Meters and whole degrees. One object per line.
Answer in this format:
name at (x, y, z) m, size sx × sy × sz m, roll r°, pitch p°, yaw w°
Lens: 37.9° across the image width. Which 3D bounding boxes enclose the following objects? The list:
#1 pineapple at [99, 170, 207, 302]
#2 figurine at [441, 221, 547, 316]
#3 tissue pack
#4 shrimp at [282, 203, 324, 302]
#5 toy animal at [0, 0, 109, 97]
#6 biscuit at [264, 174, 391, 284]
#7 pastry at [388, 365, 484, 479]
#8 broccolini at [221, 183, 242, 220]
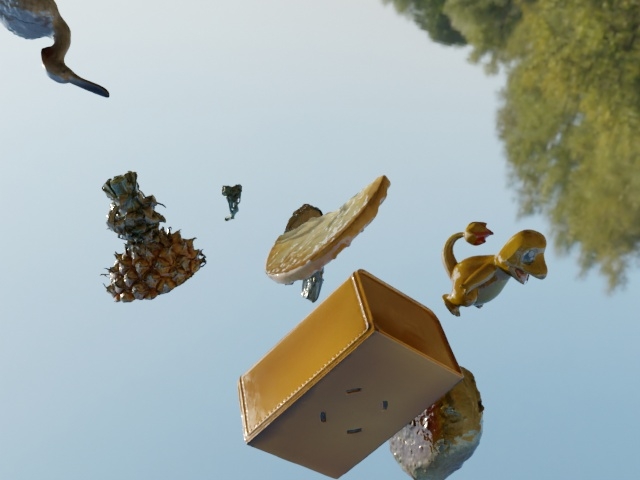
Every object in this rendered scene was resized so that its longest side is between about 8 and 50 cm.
pineapple at (-0.429, -0.027, 2.176) m, size 0.262 × 0.272 × 0.262 m, roll -17°, pitch -160°, yaw 6°
figurine at (0.251, 0.025, 1.366) m, size 0.121 × 0.176 × 0.122 m, roll -8°, pitch -108°, yaw -51°
tissue pack at (0.038, 0.201, 1.380) m, size 0.194 × 0.274 × 0.145 m, roll 32°, pitch -153°, yaw -32°
shrimp at (-0.041, 0.037, 2.151) m, size 0.058 × 0.253 × 0.173 m, roll 18°, pitch -155°, yaw 32°
toy animal at (-0.470, -0.377, 1.529) m, size 0.195 × 0.090 × 0.324 m, roll -3°, pitch -120°, yaw -32°
biscuit at (0.000, 0.000, 1.766) m, size 0.040 × 0.309 × 0.205 m, roll 47°, pitch -141°, yaw -18°
pastry at (0.181, 0.298, 1.528) m, size 0.093 × 0.192 × 0.182 m, roll 12°, pitch -132°, yaw -33°
broccolini at (-0.215, -0.076, 2.217) m, size 0.054 × 0.194 × 0.052 m, roll -12°, pitch -112°, yaw -17°
